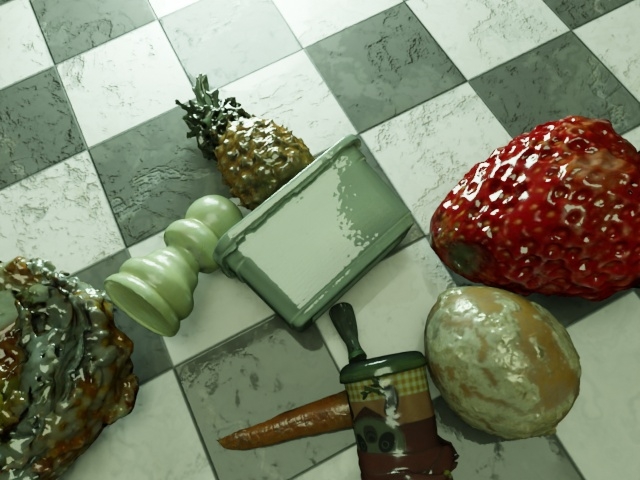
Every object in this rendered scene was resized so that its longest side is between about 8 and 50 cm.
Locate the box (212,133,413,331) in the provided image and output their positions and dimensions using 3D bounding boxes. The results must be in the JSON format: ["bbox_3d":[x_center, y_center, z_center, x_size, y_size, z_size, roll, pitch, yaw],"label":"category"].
[{"bbox_3d":[0.000,0.000,0.912,0.312,0.175,0.182,-41,78,-11],"label":"box"}]

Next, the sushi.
[{"bbox_3d":[-0.506,0.214,0.859,0.417,0.176,0.418,-2,68,5],"label":"sushi"}]

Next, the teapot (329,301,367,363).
[{"bbox_3d":[0.046,0.153,0.884,0.042,0.043,0.111,-17,43,-2],"label":"teapot"}]

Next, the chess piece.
[{"bbox_3d":[-0.230,0.023,0.929,0.144,0.144,0.251,25,58,15],"label":"chess piece"}]

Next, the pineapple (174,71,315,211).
[{"bbox_3d":[-0.163,-0.193,1.008,0.169,0.169,0.340,-41,68,-11],"label":"pineapple"}]

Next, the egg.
[{"bbox_3d":[0.258,0.171,0.797,0.203,0.203,0.245,-36,58,-9],"label":"egg"}]

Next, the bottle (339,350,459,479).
[{"bbox_3d":[0.120,0.300,0.772,0.143,0.156,0.271,-11,78,-5],"label":"bottle"}]

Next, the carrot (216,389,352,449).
[{"bbox_3d":[-0.055,0.295,0.856,0.224,0.057,0.057,-18,67,1],"label":"carrot"}]

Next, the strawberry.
[{"bbox_3d":[0.353,-0.049,0.832,0.309,0.292,0.292,4,67,-12],"label":"strawberry"}]
